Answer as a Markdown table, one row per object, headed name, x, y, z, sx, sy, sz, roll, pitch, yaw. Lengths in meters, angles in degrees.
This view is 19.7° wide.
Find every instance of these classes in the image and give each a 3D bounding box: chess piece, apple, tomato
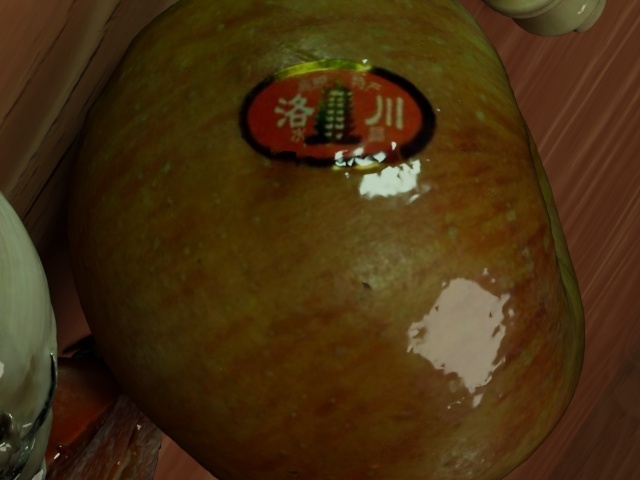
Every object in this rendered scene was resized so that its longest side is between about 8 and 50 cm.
| name | x | y | z | sx | sy | sz | roll | pitch | yaw |
| --- | --- | --- | --- | --- | --- | --- | --- | --- | --- |
| chess piece | 0.184 | -0.254 | 1.667 | 0.117 | 0.117 | 0.397 | -59 | 159 | 8 |
| apple | 0.000 | 0.000 | 1.314 | 0.333 | 0.400 | 0.400 | -15 | 157 | 9 |
| tomato | -0.256 | 0.215 | 1.350 | 0.338 | 0.143 | 0.338 | -56 | 165 | -23 |

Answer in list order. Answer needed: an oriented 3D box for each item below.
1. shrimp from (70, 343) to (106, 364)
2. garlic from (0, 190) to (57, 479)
| name | x | y | z | sx | sy | sz | roll | pitch | yaw |
| --- | --- | --- | --- | --- | --- | --- | --- | --- | --- |
| shrimp | -0.199 | 0.152 | 1.529 | 0.195 | 0.035 | 0.148 | -52 | 160 | -27 |
| garlic | -0.297 | 0.068 | 0.979 | 0.322 | 0.241 | 0.322 | -7 | 128 | -9 |
